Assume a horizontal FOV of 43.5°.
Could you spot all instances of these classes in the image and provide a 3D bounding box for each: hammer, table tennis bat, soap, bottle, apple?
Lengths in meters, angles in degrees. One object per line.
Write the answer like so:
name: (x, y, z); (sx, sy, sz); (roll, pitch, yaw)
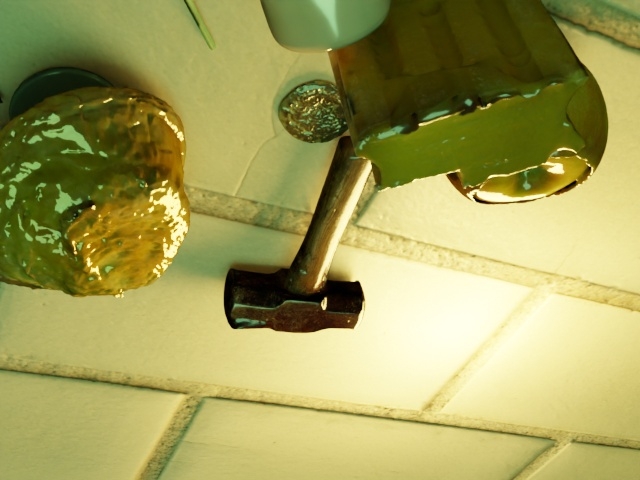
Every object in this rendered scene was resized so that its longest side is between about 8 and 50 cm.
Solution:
hammer: (0.000, 0.000, 1.294); (0.242, 0.095, 0.409); (6, 133, -18)
table tennis bat: (-0.336, -0.133, 1.111); (0.152, 0.040, 0.244); (-10, 136, -8)
soap: (0.145, -0.204, 0.953); (0.259, 0.281, 0.143); (-14, 140, 4)
bottle: (-0.015, -0.341, 0.879); (0.147, 0.148, 0.237); (-15, 130, 5)
apple: (0.273, -0.150, 1.096); (0.236, 0.208, 0.237); (-4, 139, -4)

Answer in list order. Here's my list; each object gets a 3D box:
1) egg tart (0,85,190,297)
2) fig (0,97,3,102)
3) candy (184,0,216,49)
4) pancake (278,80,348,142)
egg tart: (-0.302, -0.037, 1.058); (0.339, 0.153, 0.352); (-11, 136, -43)
fig: (-0.476, -0.078, 1.060); (0.147, 0.142, 0.186); (-25, 165, -36)
candy: (-0.176, -0.319, 0.922); (0.078, 0.084, 0.288); (-21, 145, 5)
pancake: (-0.003, -0.182, 1.146); (0.114, 0.011, 0.115); (-6, 138, -6)
